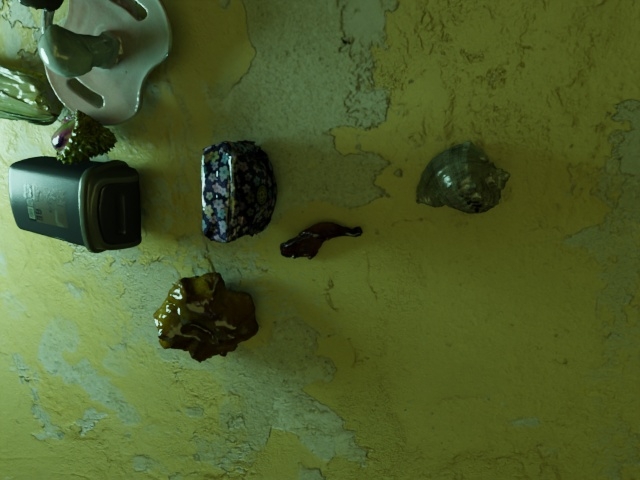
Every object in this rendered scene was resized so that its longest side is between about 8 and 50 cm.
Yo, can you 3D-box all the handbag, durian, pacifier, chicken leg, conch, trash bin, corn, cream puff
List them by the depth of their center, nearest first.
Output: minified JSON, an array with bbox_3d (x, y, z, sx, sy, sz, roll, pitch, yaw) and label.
[{"bbox_3d":[-0.455,-0.395,0.966,0.220,0.273,0.332,19,119,-40],"label":"pacifier"},{"bbox_3d":[0.307,-0.132,1.028,0.207,0.130,0.155,-10,75,35],"label":"conch"},{"bbox_3d":[-0.172,-0.106,1.038,0.127,0.208,0.228,7,105,21],"label":"handbag"},{"bbox_3d":[-0.534,-0.210,1.044,0.119,0.187,0.108,35,72,-37],"label":"durian"},{"bbox_3d":[-0.743,-0.343,1.070,0.305,0.122,0.123,9,92,4],"label":"corn"},{"bbox_3d":[-0.567,-0.093,1.115,0.291,0.182,0.209,11,113,10],"label":"trash bin"},{"bbox_3d":[-0.005,-0.004,1.133,0.205,0.053,0.093,-21,129,22],"label":"chicken leg"},{"bbox_3d":[-0.302,0.199,1.203,0.269,0.155,0.241,-36,107,12],"label":"cream puff"}]

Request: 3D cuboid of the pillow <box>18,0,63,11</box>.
[{"bbox_3d":[-0.518,-0.575,0.874,0.326,0.101,0.228,49,118,37],"label":"pillow"}]
